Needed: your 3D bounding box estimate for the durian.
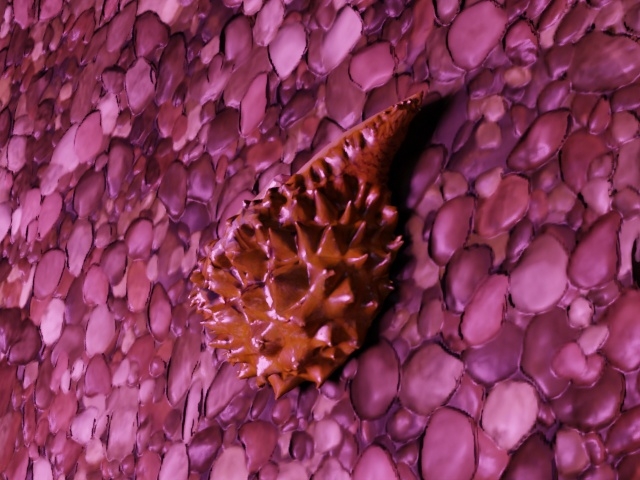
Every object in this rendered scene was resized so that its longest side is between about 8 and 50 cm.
[{"bbox_3d":[-0.011,-0.006,0.856,0.224,0.078,0.140,-60,40,15],"label":"durian"}]
